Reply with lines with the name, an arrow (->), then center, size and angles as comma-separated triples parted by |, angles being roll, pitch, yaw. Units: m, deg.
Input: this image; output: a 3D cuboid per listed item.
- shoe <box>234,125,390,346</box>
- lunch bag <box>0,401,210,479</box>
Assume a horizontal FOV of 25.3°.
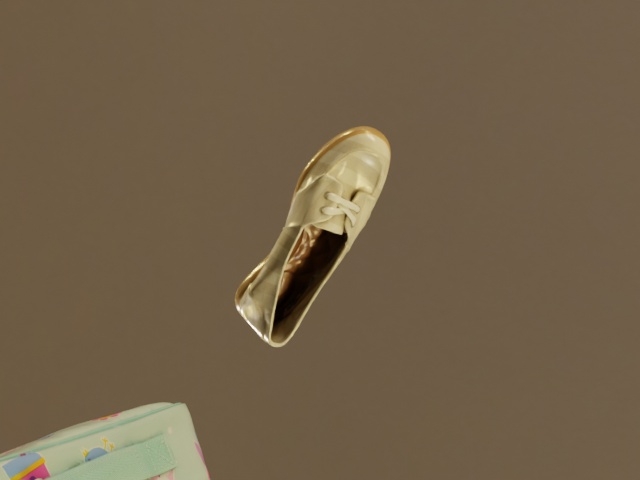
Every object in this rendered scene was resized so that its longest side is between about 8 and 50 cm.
shoe -> 0.000, 0.000, 1.245 | 0.219, 0.076, 0.058 | -58, -147, 23
lunch bag -> -0.221, 0.207, 1.039 | 0.224, 0.279, 0.108 | -22, -94, 37
